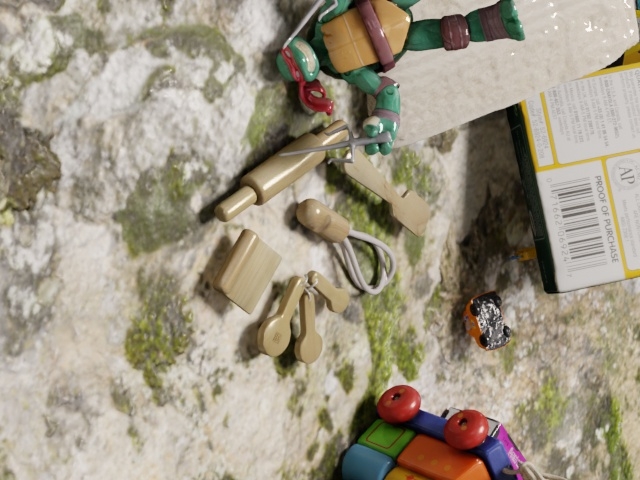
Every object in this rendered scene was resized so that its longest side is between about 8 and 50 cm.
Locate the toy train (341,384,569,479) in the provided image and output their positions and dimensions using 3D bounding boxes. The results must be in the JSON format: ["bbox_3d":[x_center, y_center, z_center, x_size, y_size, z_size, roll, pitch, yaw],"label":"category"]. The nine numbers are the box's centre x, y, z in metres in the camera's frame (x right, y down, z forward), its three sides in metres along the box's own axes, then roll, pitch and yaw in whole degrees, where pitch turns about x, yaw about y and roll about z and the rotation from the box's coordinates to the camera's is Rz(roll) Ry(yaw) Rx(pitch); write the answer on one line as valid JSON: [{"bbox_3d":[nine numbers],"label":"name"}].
[{"bbox_3d":[0.116,0.235,1.711,0.143,0.248,0.105,-44,128,-25],"label":"toy train"}]

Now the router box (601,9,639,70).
[{"bbox_3d":[0.348,-0.143,1.948,0.046,0.133,0.178,20,84,-48],"label":"router box"}]

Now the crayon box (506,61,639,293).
[{"bbox_3d":[0.359,-0.078,1.843,0.323,0.083,0.203,-11,89,-3],"label":"crayon box"}]

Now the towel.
[{"bbox_3d":[0.156,-0.214,1.730,0.282,0.049,0.187,-21,115,-16],"label":"towel"}]

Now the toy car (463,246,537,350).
[{"bbox_3d":[0.185,0.059,1.889,0.122,0.040,0.060,-40,105,-31],"label":"toy car"}]

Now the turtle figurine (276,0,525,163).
[{"bbox_3d":[0.045,-0.176,1.606,0.234,0.118,0.175,-26,116,2],"label":"turtle figurine"}]

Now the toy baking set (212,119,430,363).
[{"bbox_3d":[-0.003,-0.005,1.690,0.256,0.030,0.196,-42,129,-32],"label":"toy baking set"}]

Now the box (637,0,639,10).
[{"bbox_3d":[0.370,-0.357,1.975,0.100,0.060,0.244,-32,121,-38],"label":"box"}]

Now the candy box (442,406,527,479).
[{"bbox_3d":[0.126,0.305,1.863,0.233,0.071,0.159,-55,133,-22],"label":"candy box"}]
